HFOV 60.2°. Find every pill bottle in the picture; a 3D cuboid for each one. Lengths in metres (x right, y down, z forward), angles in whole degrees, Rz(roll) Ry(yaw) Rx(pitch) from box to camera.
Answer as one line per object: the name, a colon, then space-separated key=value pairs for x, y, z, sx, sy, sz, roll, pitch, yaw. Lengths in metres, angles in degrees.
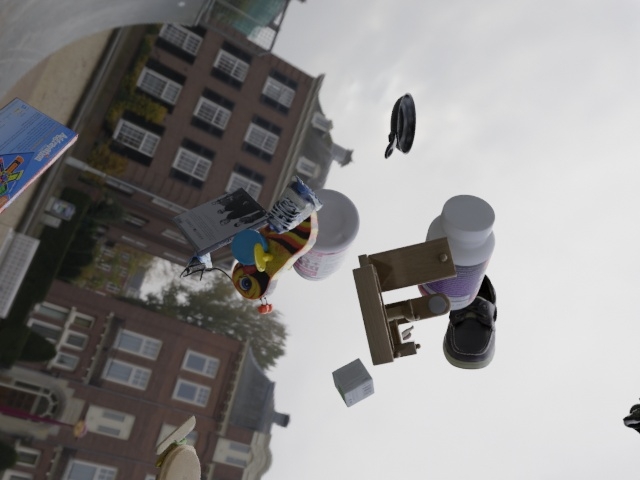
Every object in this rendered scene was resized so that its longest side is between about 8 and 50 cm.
pill bottle: x=0.223 y=0.020 z=0.904 sx=0.193 sy=0.108 sz=0.108 roll=90 pitch=2 yaw=-50
pill bottle: x=0.000 y=0.000 z=1.393 sx=0.283 sy=0.160 sz=0.160 roll=105 pitch=-1 yaw=-68

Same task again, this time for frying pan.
frying pan: x=0.249 y=-0.323 z=1.751 sx=0.053 sy=0.197 sz=0.326 roll=7 pitch=-121 yaw=26

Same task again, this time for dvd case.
dvd case: x=-0.289 y=-0.060 z=1.614 sx=0.179 sy=0.239 sz=0.029 roll=43 pitch=-29 yaw=38

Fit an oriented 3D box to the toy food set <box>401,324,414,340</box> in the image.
toy food set: x=0.229 y=0.302 z=1.665 sx=0.019 sy=0.122 sz=0.078 roll=46 pitch=-25 yaw=36

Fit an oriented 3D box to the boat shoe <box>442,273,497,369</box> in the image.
boat shoe: x=0.304 y=0.152 z=1.108 sx=0.285 sy=0.103 sz=0.092 roll=-46 pitch=134 yaw=-59

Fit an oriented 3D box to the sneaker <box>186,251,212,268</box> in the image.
sneaker: x=-0.373 y=0.051 z=1.686 sx=0.162 sy=0.063 sz=0.073 roll=157 pitch=-71 yaw=-87

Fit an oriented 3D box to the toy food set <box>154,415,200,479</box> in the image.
toy food set: x=-0.256 y=0.424 z=0.977 sx=0.132 sy=0.039 sz=0.192 roll=-25 pitch=110 yaw=-68

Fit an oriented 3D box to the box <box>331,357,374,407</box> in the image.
box: x=0.101 y=0.437 z=1.695 sx=0.087 sy=0.102 sz=0.101 roll=55 pitch=-15 yaw=39

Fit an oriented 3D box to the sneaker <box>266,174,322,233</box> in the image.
sneaker: x=-0.039 y=-0.037 z=0.708 sx=0.058 sy=0.052 sz=0.135 roll=-44 pitch=176 yaw=-17

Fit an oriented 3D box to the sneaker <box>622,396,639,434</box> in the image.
sneaker: x=0.588 y=0.263 z=0.930 sx=0.087 sy=0.130 sz=0.227 roll=82 pitch=27 yaw=-45

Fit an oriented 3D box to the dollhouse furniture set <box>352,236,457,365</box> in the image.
dollhouse furniture set: x=0.119 y=0.070 z=0.701 sx=0.151 sy=0.123 sz=0.144 roll=30 pitch=47 yaw=-77

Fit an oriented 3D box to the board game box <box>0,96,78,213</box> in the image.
board game box: x=-0.626 y=-0.165 z=1.091 sx=0.027 sy=0.145 sz=0.281 roll=-49 pitch=-167 yaw=46

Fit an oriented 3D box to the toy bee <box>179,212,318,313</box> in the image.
toy bee: x=-0.110 y=0.055 z=1.109 sx=0.298 sy=0.195 sz=0.162 roll=-37 pitch=-101 yaw=33
